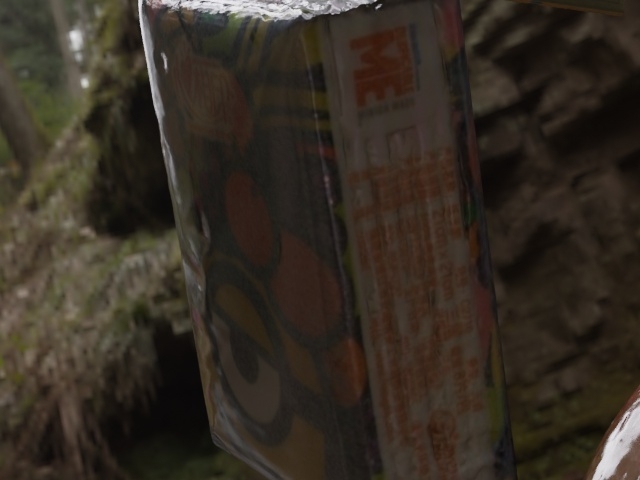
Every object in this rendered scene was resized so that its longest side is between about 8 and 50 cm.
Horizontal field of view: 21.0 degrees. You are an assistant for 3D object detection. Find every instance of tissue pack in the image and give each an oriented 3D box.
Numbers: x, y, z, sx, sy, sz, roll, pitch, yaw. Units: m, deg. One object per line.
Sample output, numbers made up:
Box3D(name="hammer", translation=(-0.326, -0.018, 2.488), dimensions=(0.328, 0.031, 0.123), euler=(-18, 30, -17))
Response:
Box3D(name="tissue pack", translation=(0.000, 0.000, 0.485), dimensions=(0.060, 0.108, 0.148), euler=(-17, -71, -26))

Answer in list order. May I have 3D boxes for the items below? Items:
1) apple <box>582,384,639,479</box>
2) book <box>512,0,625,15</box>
Box3D(name="apple", translation=(0.238, 0.201, 0.698), dimensions=(0.269, 0.345, 0.345), euler=(-46, -9, -40))
Box3D(name="book", translation=(0.172, -0.293, 1.498), dimensions=(0.241, 0.170, 0.018), euler=(3, 4, -26))
